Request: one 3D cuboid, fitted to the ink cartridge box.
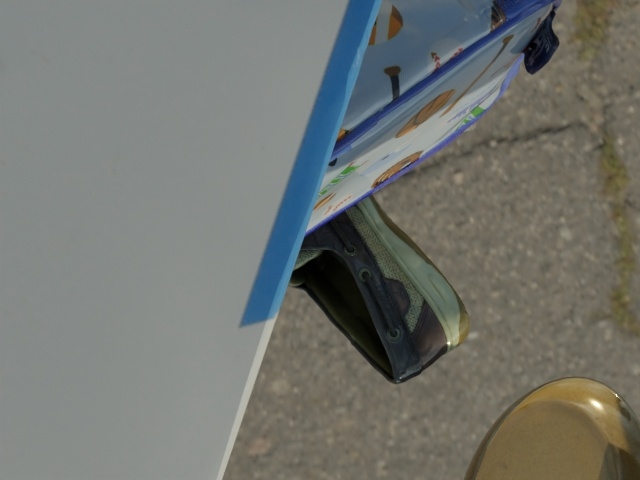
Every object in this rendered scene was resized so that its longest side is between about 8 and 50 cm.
[{"bbox_3d":[-0.110,-0.026,0.404,0.168,0.233,0.171,17,94,-16],"label":"ink cartridge box"}]

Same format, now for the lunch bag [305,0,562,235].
[{"bbox_3d":[-0.008,-0.070,0.825,0.303,0.115,0.243,-32,171,-14],"label":"lunch bag"}]

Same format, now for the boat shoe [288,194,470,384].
[{"bbox_3d":[0.000,0.001,0.979,0.223,0.073,0.080,45,147,9],"label":"boat shoe"}]

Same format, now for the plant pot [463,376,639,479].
[{"bbox_3d":[0.178,0.221,1.148,0.236,0.032,0.236,-3,95,-41],"label":"plant pot"}]
